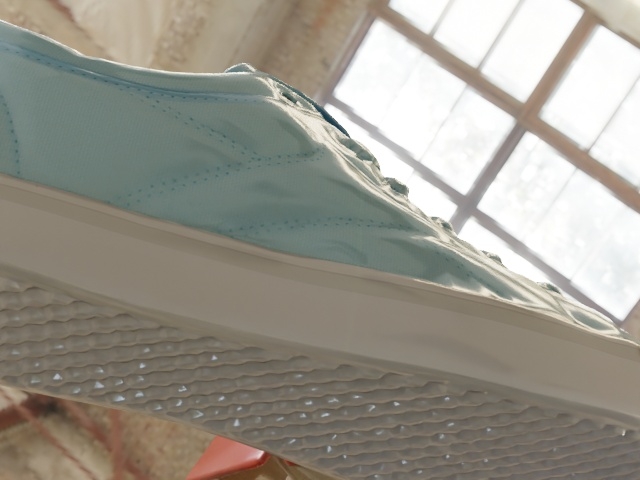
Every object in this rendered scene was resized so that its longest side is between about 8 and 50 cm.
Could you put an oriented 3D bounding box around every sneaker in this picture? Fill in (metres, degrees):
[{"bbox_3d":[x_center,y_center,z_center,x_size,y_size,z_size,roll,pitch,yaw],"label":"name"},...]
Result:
[{"bbox_3d":[0.000,0.000,0.509,0.366,0.135,0.150,19,-121,-19],"label":"sneaker"}]

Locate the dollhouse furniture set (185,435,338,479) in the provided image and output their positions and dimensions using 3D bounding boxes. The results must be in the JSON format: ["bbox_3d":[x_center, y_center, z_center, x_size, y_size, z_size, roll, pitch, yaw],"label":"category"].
[{"bbox_3d":[-0.035,0.154,1.050,0.135,0.259,0.262,44,-123,-12],"label":"dollhouse furniture set"}]
